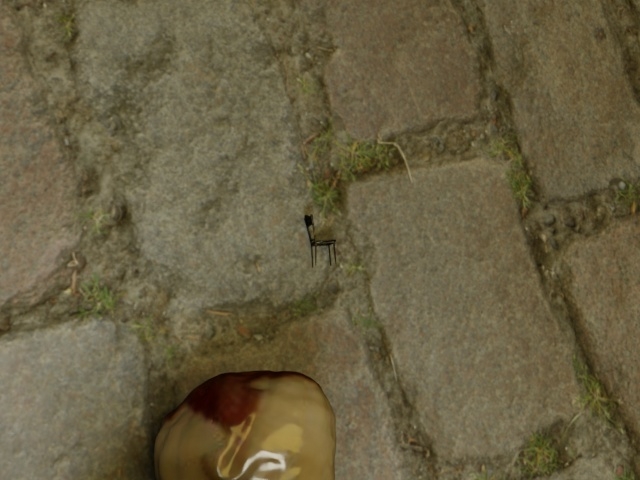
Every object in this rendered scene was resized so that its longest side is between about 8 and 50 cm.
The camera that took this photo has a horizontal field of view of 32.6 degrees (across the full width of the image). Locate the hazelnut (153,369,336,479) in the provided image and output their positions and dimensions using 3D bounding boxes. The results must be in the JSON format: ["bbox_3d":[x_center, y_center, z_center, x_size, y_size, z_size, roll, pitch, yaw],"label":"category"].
[{"bbox_3d":[-0.089,0.298,1.517,0.261,0.241,0.261,0,92,-2],"label":"hazelnut"}]

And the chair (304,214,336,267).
[{"bbox_3d":[0.002,-0.001,1.740,0.042,0.037,0.086,-8,84,-17],"label":"chair"}]
